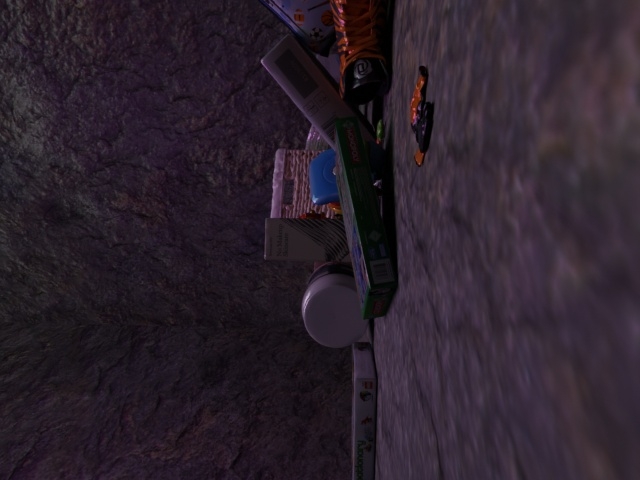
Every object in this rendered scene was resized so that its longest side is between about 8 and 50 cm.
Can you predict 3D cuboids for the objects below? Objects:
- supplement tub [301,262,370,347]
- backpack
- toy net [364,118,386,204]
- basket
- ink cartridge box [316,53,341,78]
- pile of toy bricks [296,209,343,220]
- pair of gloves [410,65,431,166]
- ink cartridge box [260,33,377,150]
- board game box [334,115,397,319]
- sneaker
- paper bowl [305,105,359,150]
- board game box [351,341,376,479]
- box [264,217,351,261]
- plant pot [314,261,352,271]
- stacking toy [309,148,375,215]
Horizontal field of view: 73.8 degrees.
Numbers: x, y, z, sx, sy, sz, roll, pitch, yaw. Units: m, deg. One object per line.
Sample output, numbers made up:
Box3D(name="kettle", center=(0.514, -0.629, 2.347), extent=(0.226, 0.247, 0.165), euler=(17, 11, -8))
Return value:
Box3D(name="supplement tub", center=(0.047, 0.173, 1.211), extent=(0.272, 0.191, 0.191), euler=(-72, -17, -81))
Box3D(name="backpack", center=(-0.001, -0.553, 0.859), extent=(0.263, 0.277, 0.213), euler=(-45, 25, 21))
Box3D(name="toy net", center=(0.109, -0.139, 0.911), extent=(0.232, 0.045, 0.122), euler=(86, -175, -56))
Box3D(name="basket", center=(-0.002, -0.129, 1.537), extent=(0.331, 0.267, 0.328), euler=(41, -130, -69))
Box3D(name="ink cartridge box", center=(0.075, -0.575, 1.427), extent=(0.127, 0.175, 0.072), euler=(-76, -14, -79))
Box3D(name="pile of toy bricks", center=(0.031, -0.010, 1.206), extent=(0.118, 0.212, 0.105), euler=(-25, 59, 57))
Box3D(name="pair of gloves", center=(0.102, -0.127, 0.439), extent=(0.074, 0.010, 0.083), euler=(87, -176, -54))
Box3D(name="ink cartridge box", center=(0.012, -0.356, 1.068), extent=(0.308, 0.091, 0.385), euler=(47, -163, -16))
Box3D(name="board game box", center=(0.073, -0.034, 0.785), extent=(0.213, 0.046, 0.317), euler=(81, 179, -67))
Box3D(name="sneaker", center=(0.077, -0.368, 0.743), extent=(0.321, 0.125, 0.179), euler=(59, -154, -63))
Box3D(name="paper bowl", center=(0.069, -0.405, 1.624), extent=(0.284, 0.148, 0.284), euler=(-62, -9, -18))
Box3D(name="board game box", center=(0.105, 0.436, 1.071), extent=(0.193, 0.053, 0.305), euler=(-72, -17, -79))
Box3D(name="box", center=(0.000, 0.000, 1.085), extent=(0.094, 0.275, 0.113), euler=(55, -145, -89))
Box3D(name="plant pot", center=(0.076, 0.153, 1.765), extent=(0.284, 0.191, 0.283), euler=(0, -90, -87))
Box3D(name="stacking toy", center=(0.090, -0.120, 1.238), extent=(0.302, 0.175, 0.165), euler=(58, -155, -59))
